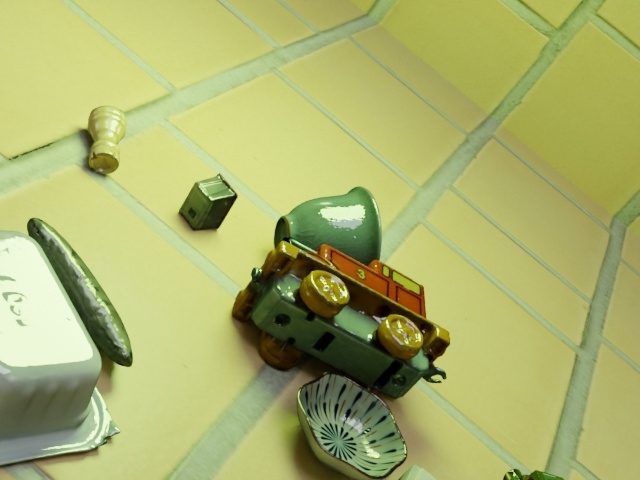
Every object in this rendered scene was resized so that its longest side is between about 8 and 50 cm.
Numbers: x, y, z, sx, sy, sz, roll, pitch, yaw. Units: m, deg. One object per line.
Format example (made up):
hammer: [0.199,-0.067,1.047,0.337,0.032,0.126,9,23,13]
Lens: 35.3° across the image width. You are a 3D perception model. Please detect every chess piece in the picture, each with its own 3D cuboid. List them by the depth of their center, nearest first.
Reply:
chess piece: [-0.361,-0.166,1.688,0.066,0.066,0.122,24,37,-25]

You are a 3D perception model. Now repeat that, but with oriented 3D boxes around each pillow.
pillow: [-0.318,0.073,1.359,0.241,0.051,0.093,53,-3,9]

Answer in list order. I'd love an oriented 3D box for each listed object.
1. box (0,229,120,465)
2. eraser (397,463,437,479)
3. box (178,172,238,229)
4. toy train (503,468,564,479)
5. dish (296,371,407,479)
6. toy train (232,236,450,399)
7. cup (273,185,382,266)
box: [-0.388,0.099,1.204,0.264,0.106,0.337,0,45,-49]
eraser: [0.203,0.450,1.403,0.279,0.081,0.124,40,28,3]
box: [-0.192,-0.063,1.707,0.063,0.085,0.060,-12,56,-49]
toy train: [0.360,0.460,1.569,0.137,0.090,0.226,22,31,-34]
dish: [0.032,0.284,1.467,0.190,0.066,0.191,27,31,-18]
toy train: [0.048,0.122,1.621,0.369,0.163,0.232,29,31,-15]
cup: [0.000,0.000,1.769,0.149,0.199,0.199,2,41,-22]
